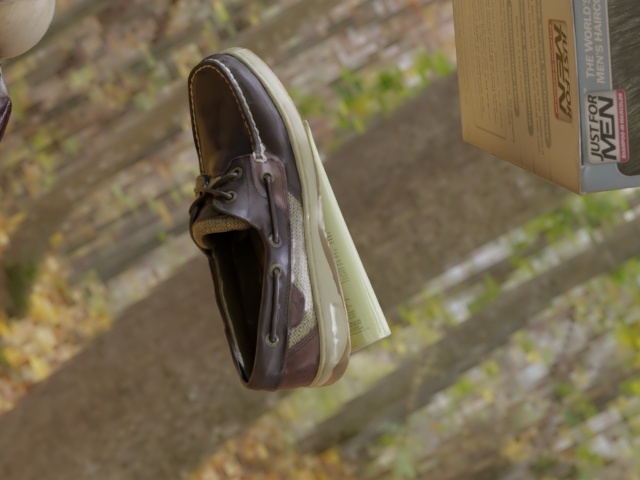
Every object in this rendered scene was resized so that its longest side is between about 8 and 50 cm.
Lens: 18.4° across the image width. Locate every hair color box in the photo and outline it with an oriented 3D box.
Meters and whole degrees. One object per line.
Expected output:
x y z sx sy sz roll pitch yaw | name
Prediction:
0.204 -0.157 1.619 0.374 0.114 0.185 -135 -141 -77 | hair color box

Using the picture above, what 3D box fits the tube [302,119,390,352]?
0.000 0.000 2.052 0.062 0.070 0.240 139 -74 -82 | tube

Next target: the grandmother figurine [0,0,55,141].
-0.230 -0.039 1.150 0.104 0.342 0.208 18 6 -39 | grandmother figurine

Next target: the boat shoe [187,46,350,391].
-0.057 -0.016 1.567 0.092 0.103 0.285 -10 81 -38 | boat shoe
